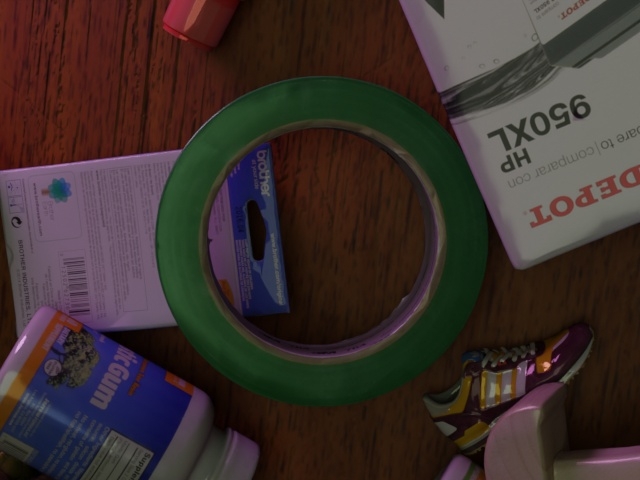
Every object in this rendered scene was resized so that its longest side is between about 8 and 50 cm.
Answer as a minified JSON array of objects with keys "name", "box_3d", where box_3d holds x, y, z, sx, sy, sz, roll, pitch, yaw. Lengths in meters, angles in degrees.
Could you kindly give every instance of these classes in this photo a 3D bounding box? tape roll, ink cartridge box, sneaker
[{"name":"tape roll","box_3d":[0.000,0.000,1.138,0.321,0.077,0.321,0,95,-5]},{"name":"ink cartridge box","box_3d":[0.238,-0.205,1.067,0.286,0.166,0.394,-23,89,13]},{"name":"ink cartridge box","box_3d":[-0.185,0.000,1.232,0.311,0.065,0.185,-6,93,15]},{"name":"sneaker","box_3d":[0.187,0.132,1.154,0.185,0.069,0.084,-43,90,11]}]

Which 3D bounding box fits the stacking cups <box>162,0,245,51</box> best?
[{"name":"stacking cups","box_3d":[-0.069,-0.348,1.174,0.096,0.096,0.316,32,105,9]}]

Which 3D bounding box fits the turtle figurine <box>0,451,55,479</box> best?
[{"name":"turtle figurine","box_3d":[-0.424,0.276,1.214,0.275,0.266,0.198,34,133,-21]}]

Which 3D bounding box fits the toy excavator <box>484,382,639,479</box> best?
[{"name":"toy excavator","box_3d":[0.385,0.119,0.951,0.433,0.222,0.445,23,110,24]}]

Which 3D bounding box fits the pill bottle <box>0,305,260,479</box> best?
[{"name":"pill bottle","box_3d":[-0.205,0.194,1.188,0.272,0.152,0.152,30,101,-10]}]

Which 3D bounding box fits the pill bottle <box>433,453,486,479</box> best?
[{"name":"pill bottle","box_3d":[0.198,0.334,1.133,0.246,0.136,0.136,35,101,8]}]
